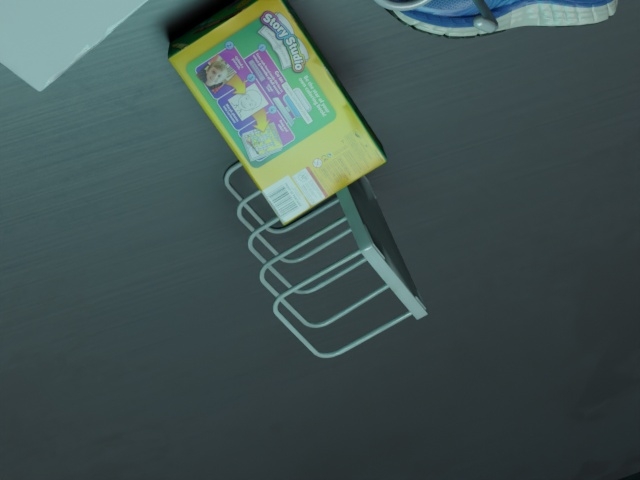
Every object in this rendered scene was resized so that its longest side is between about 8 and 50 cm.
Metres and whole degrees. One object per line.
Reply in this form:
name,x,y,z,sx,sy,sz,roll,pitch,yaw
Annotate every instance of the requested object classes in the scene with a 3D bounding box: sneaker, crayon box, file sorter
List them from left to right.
crayon box,-0.055,-0.180,1.915,0.165,0.081,0.278,-32,108,8
file sorter,0.000,0.000,2.077,0.173,0.277,0.193,-31,139,10
sneaker,0.233,-0.359,1.952,0.330,0.130,0.147,-8,114,-9

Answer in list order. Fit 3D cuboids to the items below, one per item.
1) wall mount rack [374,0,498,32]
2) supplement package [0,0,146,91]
wall mount rack,0.152,-0.398,1.737,0.304,0.130,0.350,19,124,-33
supplement package,-0.317,-0.321,1.643,0.194,0.203,0.149,-38,138,14
